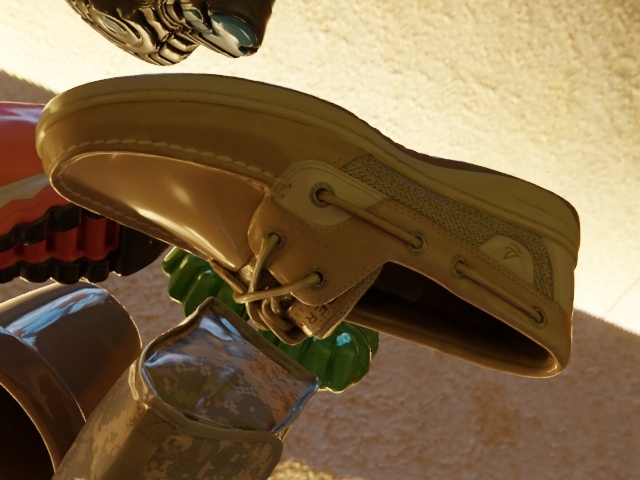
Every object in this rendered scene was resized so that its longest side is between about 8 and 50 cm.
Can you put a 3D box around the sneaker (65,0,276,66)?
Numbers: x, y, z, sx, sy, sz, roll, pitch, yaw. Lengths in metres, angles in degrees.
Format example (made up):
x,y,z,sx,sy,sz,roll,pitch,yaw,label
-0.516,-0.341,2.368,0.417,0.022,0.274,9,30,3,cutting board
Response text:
x,y,z,sx,sy,sz,roll,pitch,yaw,label
-0.151,-0.274,1.204,0.125,0.341,0.139,38,-108,-42,sneaker

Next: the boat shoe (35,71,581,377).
x,y,z,sx,sy,sz,roll,pitch,yaw,label
0.000,0.000,0.574,0.302,0.109,0.098,16,-119,-18,boat shoe

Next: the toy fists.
x,y,z,sx,sy,sz,roll,pitch,yaw,label
-0.061,0.082,1.323,0.279,0.096,0.142,36,-147,15,toy fists

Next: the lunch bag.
x,y,z,sx,sy,sz,roll,pitch,yaw,label
-0.145,0.206,1.013,0.169,0.235,0.287,38,-165,4,lunch bag

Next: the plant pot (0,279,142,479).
x,y,z,sx,sy,sz,roll,pitch,yaw,label
-0.332,0.163,1.287,0.263,0.263,0.229,54,-141,-8,plant pot

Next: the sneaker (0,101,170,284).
x,y,z,sx,sy,sz,roll,pitch,yaw,label
-0.255,-0.029,0.757,0.314,0.116,0.136,-8,-132,-28,sneaker
